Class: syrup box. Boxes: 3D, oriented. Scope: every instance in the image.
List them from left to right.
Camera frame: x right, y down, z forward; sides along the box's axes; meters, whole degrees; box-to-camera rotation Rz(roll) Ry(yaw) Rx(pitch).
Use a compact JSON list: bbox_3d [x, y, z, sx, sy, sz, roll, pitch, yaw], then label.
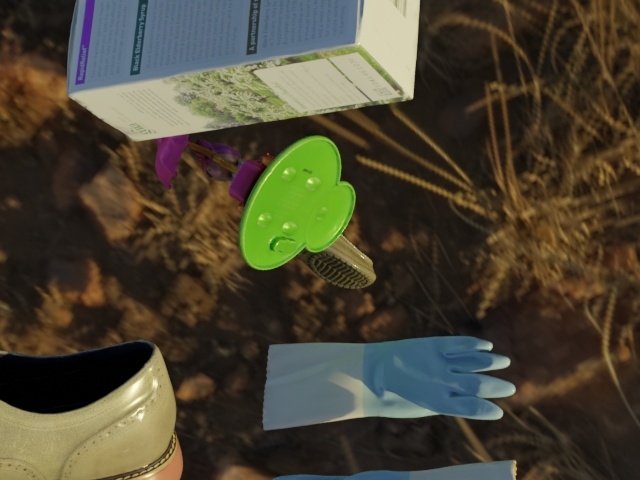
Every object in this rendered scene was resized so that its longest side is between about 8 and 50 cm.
[{"bbox_3d":[-0.056,-0.142,1.143,0.237,0.093,0.096,-6,68,26],"label":"syrup box"}]

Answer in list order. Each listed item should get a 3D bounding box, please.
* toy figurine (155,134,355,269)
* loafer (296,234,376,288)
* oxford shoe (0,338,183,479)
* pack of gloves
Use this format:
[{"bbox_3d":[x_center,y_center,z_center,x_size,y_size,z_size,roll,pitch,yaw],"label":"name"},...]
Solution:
[{"bbox_3d":[-0.072,-0.064,1.446,0.159,0.173,0.130,32,98,28],"label":"toy figurine"},{"bbox_3d":[0.000,0.000,1.687,0.056,0.148,0.050,-28,36,49],"label":"loafer"},{"bbox_3d":[-0.271,0.133,1.119,0.348,0.130,0.123,-10,34,-17],"label":"oxford shoe"},{"bbox_3d":[0.062,0.184,1.405,0.232,0.046,0.195,-4,67,19],"label":"pack of gloves"}]
